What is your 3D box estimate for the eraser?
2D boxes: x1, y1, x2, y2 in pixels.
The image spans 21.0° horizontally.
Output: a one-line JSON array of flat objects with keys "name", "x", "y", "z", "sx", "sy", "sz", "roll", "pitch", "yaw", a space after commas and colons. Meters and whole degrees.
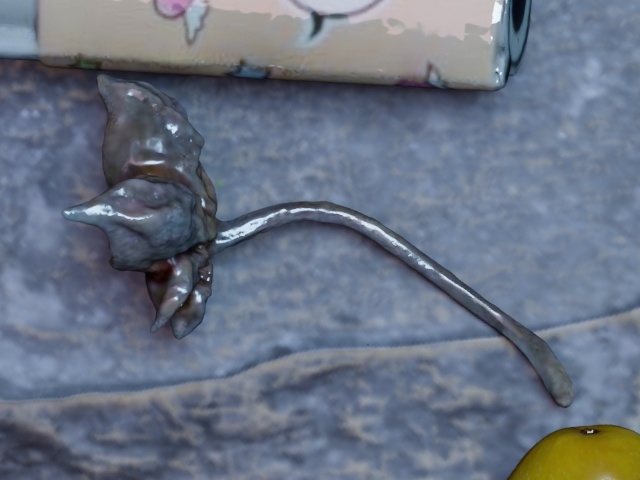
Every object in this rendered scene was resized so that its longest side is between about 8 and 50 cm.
[{"name": "eraser", "x": -0.034, "y": -0.167, "z": 0.919, "sx": 0.290, "sy": 0.087, "sz": 0.171, "roll": 5, "pitch": 84, "yaw": 15}]

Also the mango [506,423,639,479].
[{"name": "mango", "x": 0.125, "y": 0.180, "z": 0.870, "sx": 0.102, "sy": 0.085, "sz": 0.184, "roll": 16, "pitch": 102, "yaw": 11}]

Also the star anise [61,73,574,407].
[{"name": "star anise", "x": 0.000, "y": 0.000, "z": 0.891, "sx": 0.227, "sy": 0.148, "sz": 0.218, "roll": -11, "pitch": 90, "yaw": 5}]
